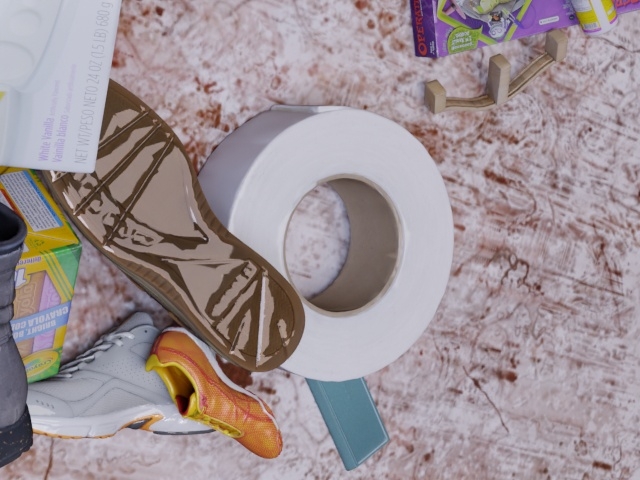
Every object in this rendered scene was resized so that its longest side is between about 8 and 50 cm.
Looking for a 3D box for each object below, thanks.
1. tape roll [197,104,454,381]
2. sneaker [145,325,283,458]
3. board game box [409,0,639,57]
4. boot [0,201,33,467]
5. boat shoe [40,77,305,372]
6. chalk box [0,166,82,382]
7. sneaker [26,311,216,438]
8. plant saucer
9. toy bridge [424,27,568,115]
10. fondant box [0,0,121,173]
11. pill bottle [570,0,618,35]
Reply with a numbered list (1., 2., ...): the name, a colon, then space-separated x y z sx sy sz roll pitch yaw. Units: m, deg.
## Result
1. tape roll: 0.000 0.000 1.607 0.286 0.100 0.286 -4 97 -32
2. sneaker: -0.106 0.160 1.497 0.175 0.064 0.067 45 51 -19
3. board game box: 0.244 -0.342 1.764 0.347 0.056 0.208 -16 104 -32
4. boot: -0.361 0.033 1.219 0.118 0.338 0.222 -39 137 -57
5. boat shoe: -0.156 -0.015 1.416 0.342 0.123 0.123 47 72 -20
6. chalk box: -0.308 0.053 1.364 0.132 0.132 0.213 -14 139 -33
7. sneaker: -0.210 0.129 1.505 0.262 0.099 0.121 2 90 -44
8. plant saucer: 0.025 0.167 1.718 0.067 0.018 0.192 -35 118 -25
9. toy bridge: 0.203 -0.183 1.757 0.188 0.026 0.063 -24 142 -19
10. fondant box: -0.325 -0.189 1.191 0.330 0.096 0.238 5 108 -20
11. pill bottle: 0.309 -0.280 1.767 0.043 0.043 0.083 -41 120 -23
